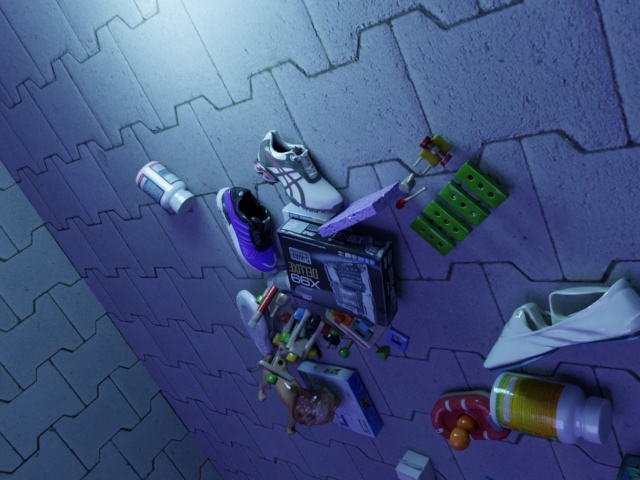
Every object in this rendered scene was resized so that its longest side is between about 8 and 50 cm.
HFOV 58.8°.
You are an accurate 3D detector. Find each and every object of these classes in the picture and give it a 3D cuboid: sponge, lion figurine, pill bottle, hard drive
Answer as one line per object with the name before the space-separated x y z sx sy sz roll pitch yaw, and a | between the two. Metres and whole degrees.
sponge | 0.092 -0.072 1.360 0.210 0.117 0.031 -22 105 51
lion figurine | -0.113 0.514 1.981 0.392 0.142 0.240 37 135 21
pill bottle | -0.100 0.128 1.761 0.137 0.078 0.078 -9 117 47
pill bottle | 0.541 0.398 1.338 0.245 0.136 0.136 2 125 43
pill bottle | -0.503 -0.166 1.856 0.180 0.108 0.108 39 142 11
hard drive | -0.064 0.365 1.987 0.135 0.022 0.094 1 124 44

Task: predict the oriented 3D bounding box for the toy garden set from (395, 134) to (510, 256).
toy garden set | 0.263 -0.102 1.229 0.203 0.049 0.244 41 143 5

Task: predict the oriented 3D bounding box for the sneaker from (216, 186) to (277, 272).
sneaker | -0.193 -0.030 1.687 0.146 0.102 0.293 -7 118 46

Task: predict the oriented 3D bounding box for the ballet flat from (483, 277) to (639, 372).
ballet flat | 0.499 0.177 1.209 0.139 0.139 0.400 51 139 -6

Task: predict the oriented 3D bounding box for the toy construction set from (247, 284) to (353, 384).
toy construction set | -0.115 0.314 1.741 0.309 0.237 0.257 44 159 -32

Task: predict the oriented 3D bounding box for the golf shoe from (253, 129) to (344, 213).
golf shoe | -0.053 -0.167 1.431 0.272 0.105 0.120 34 134 16

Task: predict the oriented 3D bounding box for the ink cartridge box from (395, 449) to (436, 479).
ink cartridge box | 0.328 0.800 1.948 0.092 0.090 0.143 7 127 40

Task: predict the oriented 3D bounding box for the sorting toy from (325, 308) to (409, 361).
sorting toy | 0.100 0.234 1.689 0.347 0.047 0.196 38 142 11

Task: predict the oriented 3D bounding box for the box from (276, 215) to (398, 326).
box | 0.047 0.081 1.502 0.307 0.076 0.243 15 134 29

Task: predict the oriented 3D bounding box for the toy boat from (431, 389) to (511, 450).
toy boat | 0.400 0.513 1.567 0.151 0.151 0.231 53 142 -7

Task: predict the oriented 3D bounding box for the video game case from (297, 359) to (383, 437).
video game case | 0.067 0.553 1.999 0.244 0.061 0.270 -1 123 44

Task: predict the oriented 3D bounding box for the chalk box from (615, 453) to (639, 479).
chalk box | 0.765 0.591 1.306 0.132 0.132 0.213 -3 121 46

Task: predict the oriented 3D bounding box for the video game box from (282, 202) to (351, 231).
video game box | 0.000 0.000 1.574 0.205 0.048 0.187 15 135 34

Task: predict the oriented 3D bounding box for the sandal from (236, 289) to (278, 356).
sandal | -0.206 0.275 1.990 0.169 0.102 0.416 47 159 24

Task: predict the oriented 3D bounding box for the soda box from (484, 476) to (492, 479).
soda box | 0.587 0.817 1.729 0.210 0.071 0.067 20 136 30
